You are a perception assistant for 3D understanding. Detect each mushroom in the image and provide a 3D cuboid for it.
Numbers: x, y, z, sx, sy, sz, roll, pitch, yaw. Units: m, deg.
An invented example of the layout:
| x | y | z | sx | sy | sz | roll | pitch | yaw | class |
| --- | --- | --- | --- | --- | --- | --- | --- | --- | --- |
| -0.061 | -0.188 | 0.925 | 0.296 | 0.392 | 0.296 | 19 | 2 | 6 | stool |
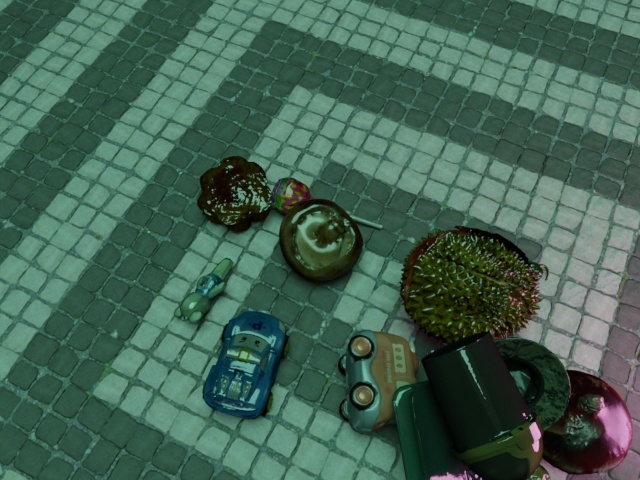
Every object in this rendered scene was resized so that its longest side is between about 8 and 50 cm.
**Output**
| x | y | z | sx | sy | sz | roll | pitch | yaw | class |
| --- | --- | --- | --- | --- | --- | --- | --- | --- | --- |
| 0.000 | 0.000 | 1.763 | 0.252 | 0.153 | 0.254 | 0 | 87 | 1 | mushroom |

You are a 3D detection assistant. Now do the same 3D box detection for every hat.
| x | y | z | sx | sy | sz | roll | pitch | yaw | class |
| --- | --- | --- | --- | --- | --- | --- | --- | --- | --- |
| 0.489 | 0.361 | 1.514 | 0.265 | 0.128 | 0.266 | 0 | 91 | 14 | hat |

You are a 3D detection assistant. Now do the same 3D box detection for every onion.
| x | y | z | sx | sy | sz | roll | pitch | yaw | class |
| --- | --- | --- | --- | --- | --- | --- | --- | --- | --- |
| 0.652 | 0.443 | 1.501 | 0.271 | 0.195 | 0.272 | -6 | 46 | 6 | onion |

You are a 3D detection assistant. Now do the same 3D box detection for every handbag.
| x | y | z | sx | sy | sz | roll | pitch | yaw | class |
| --- | --- | --- | --- | --- | --- | --- | --- | --- | --- |
| 0.301 | 0.510 | 1.455 | 0.238 | 0.089 | 0.327 | 1 | 73 | -39 | handbag |

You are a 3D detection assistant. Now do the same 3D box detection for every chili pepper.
| x | y | z | sx | sy | sz | roll | pitch | yaw | class |
| --- | --- | --- | --- | --- | --- | --- | --- | --- | --- |
| 0.567 | 0.138 | 1.742 | 0.257 | 0.074 | 0.100 | -40 | 71 | -13 | chili pepper |

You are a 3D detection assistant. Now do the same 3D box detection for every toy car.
| x | y | z | sx | sy | sz | roll | pitch | yaw | class |
| --- | --- | --- | --- | --- | --- | --- | --- | --- | --- |
| 0.165 | 0.374 | 1.573 | 0.212 | 0.181 | 0.271 | 4 | 61 | -8 | toy car |
| -0.201 | 0.324 | 1.611 | 0.198 | 0.166 | 0.315 | 15 | 63 | 5 | toy car |

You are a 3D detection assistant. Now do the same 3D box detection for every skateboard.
| x | y | z | sx | sy | sz | roll | pitch | yaw | class |
| --- | --- | --- | --- | --- | --- | --- | --- | --- | --- |
| 0.330 | 0.304 | 1.648 | 0.063 | 0.083 | 0.032 | -20 | 74 | -5 | skateboard |

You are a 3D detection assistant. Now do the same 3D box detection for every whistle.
| x | y | z | sx | sy | sz | roll | pitch | yaw | class |
| --- | --- | --- | --- | --- | --- | --- | --- | --- | --- |
| -0.335 | 0.149 | 1.757 | 0.113 | 0.077 | 0.236 | 9 | 52 | 38 | whistle |

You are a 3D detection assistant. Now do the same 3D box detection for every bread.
| x | y | z | sx | sy | sz | roll | pitch | yaw | class |
| --- | --- | --- | --- | --- | --- | --- | --- | --- | --- |
| -0.277 | -0.146 | 1.872 | 0.232 | 0.135 | 0.247 | -24 | 65 | -10 | bread |

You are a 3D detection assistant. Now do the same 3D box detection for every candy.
| x | y | z | sx | sy | sz | roll | pitch | yaw | class |
| --- | --- | --- | --- | --- | --- | --- | --- | --- | --- |
| 0.021 | -0.100 | 1.873 | 0.365 | 0.124 | 0.124 | 20 | 64 | -1 | candy |

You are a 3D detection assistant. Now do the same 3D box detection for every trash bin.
| x | y | z | sx | sy | sz | roll | pitch | yaw | class |
| --- | --- | --- | --- | --- | --- | --- | --- | --- | --- |
| 0.379 | 0.397 | 1.367 | 0.214 | 0.214 | 0.334 | -23 | 83 | -10 | trash bin |

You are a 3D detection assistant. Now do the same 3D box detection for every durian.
| x | y | z | sx | sy | sz | roll | pitch | yaw | class |
| --- | --- | --- | --- | --- | --- | --- | --- | --- | --- |
| 0.384 | 0.120 | 1.593 | 0.347 | 0.384 | 0.348 | -1 | 93 | -32 | durian |

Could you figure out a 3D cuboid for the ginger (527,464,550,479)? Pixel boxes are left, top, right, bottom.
| x | y | z | sx | sy | sz | roll | pitch | yaw | class |
| --- | --- | --- | --- | --- | --- | --- | --- | --- | --- |
| 0.530 | 0.591 | 1.484 | 0.080 | 0.104 | 0.204 | -34 | 81 | -32 | ginger |
